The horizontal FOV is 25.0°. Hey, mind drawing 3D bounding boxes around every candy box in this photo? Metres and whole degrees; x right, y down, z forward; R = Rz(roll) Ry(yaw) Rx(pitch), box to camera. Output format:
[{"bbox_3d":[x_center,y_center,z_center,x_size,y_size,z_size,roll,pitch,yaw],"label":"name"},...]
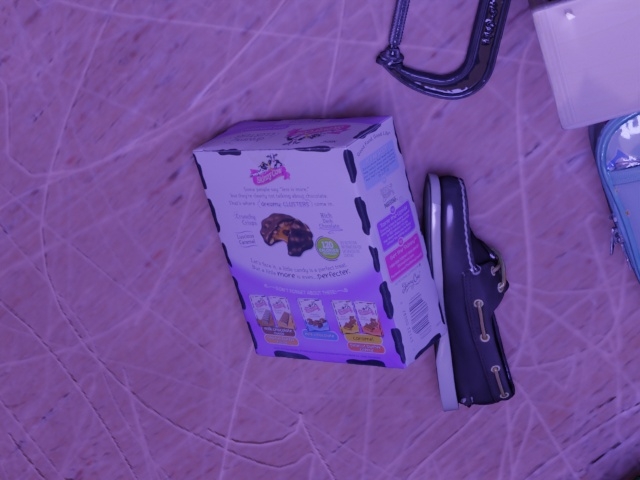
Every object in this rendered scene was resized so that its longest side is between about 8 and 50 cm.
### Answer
[{"bbox_3d":[0.000,0.000,1.186,0.165,0.070,0.196,2,117,39],"label":"candy box"}]

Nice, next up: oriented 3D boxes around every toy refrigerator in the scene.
[{"bbox_3d":[0.200,-0.174,1.026,0.102,0.269,0.094,-15,110,12],"label":"toy refrigerator"}]

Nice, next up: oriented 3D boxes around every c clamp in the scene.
[{"bbox_3d":[0.086,-0.194,1.166,0.137,0.022,0.160,5,112,-3],"label":"c clamp"}]

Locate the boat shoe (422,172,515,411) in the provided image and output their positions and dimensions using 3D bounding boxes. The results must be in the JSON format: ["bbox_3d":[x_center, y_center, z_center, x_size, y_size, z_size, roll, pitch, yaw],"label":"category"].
[{"bbox_3d":[0.127,0.043,1.231,0.069,0.081,0.227,-5,119,4],"label":"boat shoe"}]

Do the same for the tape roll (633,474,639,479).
[{"bbox_3d":[0.345,0.343,1.204,0.077,0.321,0.321,-40,104,19],"label":"tape roll"}]

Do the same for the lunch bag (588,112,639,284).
[{"bbox_3d":[0.358,-0.056,1.150,0.279,0.108,0.224,-20,110,13],"label":"lunch bag"}]
